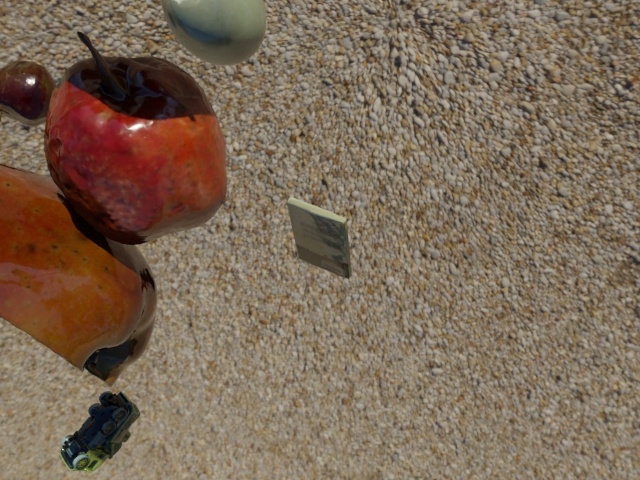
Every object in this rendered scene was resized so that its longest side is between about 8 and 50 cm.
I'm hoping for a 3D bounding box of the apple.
[{"bbox_3d":[-0.395,0.049,0.672,0.365,0.329,0.295,28,110,7],"label":"apple"}]

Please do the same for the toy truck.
[{"bbox_3d":[-0.518,0.462,1.247,0.085,0.191,0.116,28,163,36],"label":"toy truck"}]

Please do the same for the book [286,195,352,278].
[{"bbox_3d":[0.000,0.000,1.593,0.201,0.026,0.289,23,147,22],"label":"book"}]

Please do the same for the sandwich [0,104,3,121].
[{"bbox_3d":[-0.913,-0.274,1.105,0.262,0.131,0.325,-38,133,18],"label":"sandwich"}]

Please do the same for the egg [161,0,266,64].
[{"bbox_3d":[-0.300,-0.659,1.515,0.279,0.336,0.278,-4,71,12],"label":"egg"}]

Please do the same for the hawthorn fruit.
[{"bbox_3d":[-0.203,-0.122,0.559,0.208,0.207,0.243,9,149,4],"label":"hawthorn fruit"}]

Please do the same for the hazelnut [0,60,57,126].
[{"bbox_3d":[-0.986,-0.498,1.750,0.234,0.218,0.217,13,116,23],"label":"hazelnut"}]
